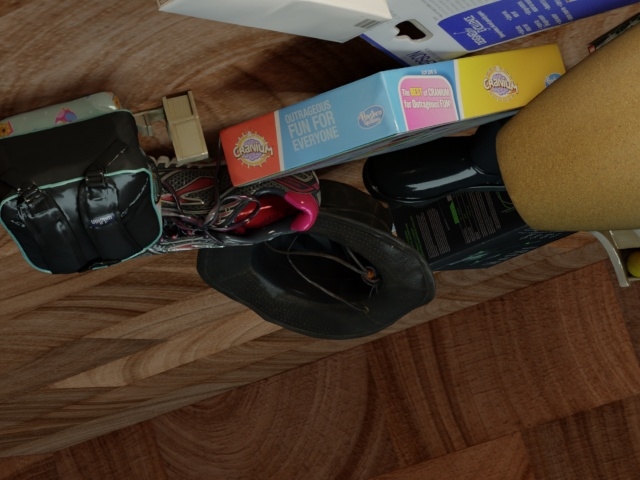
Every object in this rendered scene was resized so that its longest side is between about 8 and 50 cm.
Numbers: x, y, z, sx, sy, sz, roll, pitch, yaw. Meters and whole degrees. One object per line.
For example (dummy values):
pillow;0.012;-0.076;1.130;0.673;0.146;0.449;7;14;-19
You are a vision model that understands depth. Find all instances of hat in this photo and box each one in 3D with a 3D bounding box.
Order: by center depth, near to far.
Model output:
hat;0.000;0.000;2.082;0.331;0.134;0.331;8;150;5

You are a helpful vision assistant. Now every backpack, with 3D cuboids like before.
backpack;-0.246;-0.052;1.585;0.166;0.144;0.188;-17;146;-3

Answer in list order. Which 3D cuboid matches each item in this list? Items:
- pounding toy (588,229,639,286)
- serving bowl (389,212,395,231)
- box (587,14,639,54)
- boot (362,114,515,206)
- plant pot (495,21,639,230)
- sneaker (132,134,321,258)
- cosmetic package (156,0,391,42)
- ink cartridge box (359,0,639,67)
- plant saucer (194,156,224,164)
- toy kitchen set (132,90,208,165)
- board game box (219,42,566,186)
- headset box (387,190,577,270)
pounding toy;0.475;-0.048;2.282;0.155;0.269;0.154;-6;-143;32
serving bowl;0.091;-0.027;2.510;0.083;0.027;0.083;-16;169;-3
box;0.407;-0.247;1.897;0.137;0.027;0.094;-8;166;-37
boot;0.195;-0.130;2.008;0.246;0.094;0.207;-4;159;-17
plant pot;0.321;-0.105;1.604;0.254;0.237;0.237;-21;168;26
sneaker;-0.148;-0.038;1.804;0.299;0.112;0.121;-16;128;-2
cosmetic package;-0.043;-0.220;1.219;0.060;0.099;0.239;-21;168;34
ink cartridge box;0.185;-0.255;1.447;0.307;0.072;0.303;-14;171;17
plant saucer;-0.174;-0.057;1.971;0.241;0.037;0.241;-15;169;-3
toy kitchen set;-0.160;-0.106;1.654;0.068;0.075;0.083;-14;164;-6
board game box;0.085;-0.138;1.683;0.242;0.064;0.316;-15;180;42
headset box;0.276;-0.049;2.401;0.283;0.131;0.246;-24;167;34
